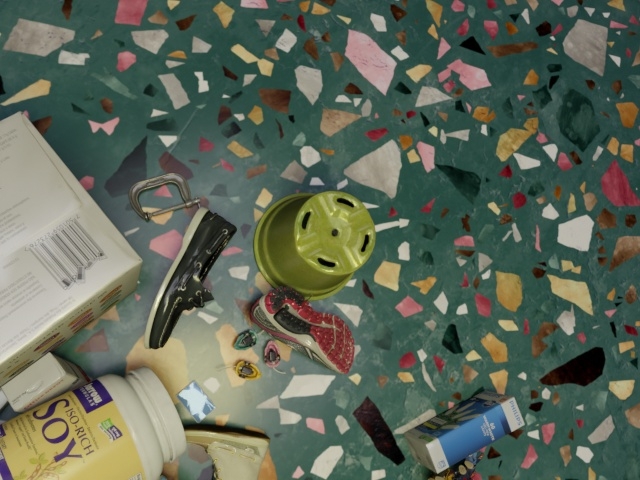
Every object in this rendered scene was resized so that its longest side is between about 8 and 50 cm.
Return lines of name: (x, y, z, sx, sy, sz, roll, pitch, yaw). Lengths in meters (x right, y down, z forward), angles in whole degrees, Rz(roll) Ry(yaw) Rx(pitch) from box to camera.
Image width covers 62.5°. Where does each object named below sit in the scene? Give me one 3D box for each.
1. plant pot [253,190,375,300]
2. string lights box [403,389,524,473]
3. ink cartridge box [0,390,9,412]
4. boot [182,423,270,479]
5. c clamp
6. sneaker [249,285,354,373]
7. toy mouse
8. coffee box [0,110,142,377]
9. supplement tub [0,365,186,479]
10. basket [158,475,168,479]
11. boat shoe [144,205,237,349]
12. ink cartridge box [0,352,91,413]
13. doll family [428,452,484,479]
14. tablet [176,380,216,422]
plant pot: (0.000, 0.000, 1.216, 0.276, 0.254, 0.276, 2, 83, -15)
string lights box: (0.354, 0.469, 1.310, 0.259, 0.133, 0.077, -21, 88, -17)
ink cartridge box: (-0.707, 0.231, 1.100, 0.223, 0.045, 0.224, 37, 75, -8)
boot: (-0.230, 0.504, 1.178, 0.213, 0.077, 0.165, 15, 81, -16)
c clamp: (-0.365, -0.091, 1.250, 0.160, 0.022, 0.137, -14, 86, -17)
sneaker: (-0.033, 0.216, 1.257, 0.299, 0.112, 0.121, 42, 44, -22)
toy mouse: (-0.150, 0.261, 1.254, 0.161, 0.031, 0.143, 20, 71, -15)
coffee box: (-0.581, 0.042, 0.987, 0.337, 0.334, 0.338, -40, 92, -26)
supplement tub: (-0.456, 0.409, 1.016, 0.331, 0.241, 0.241, -24, 89, -35)
basket: (-0.333, 0.648, 1.035, 0.255, 0.201, 0.289, -25, 80, -52)
boat shoe: (-0.285, 0.095, 1.193, 0.113, 0.127, 0.340, 21, 70, -3)
ink cartridge box: (-0.550, 0.298, 1.074, 0.109, 0.150, 0.063, -39, 71, -17)
doll family: (0.333, 0.582, 1.307, 0.193, 0.076, 0.111, -17, 123, -9)
tablet: (-0.287, 0.371, 1.216, 0.054, 0.006, 0.083, -39, 94, -17)
